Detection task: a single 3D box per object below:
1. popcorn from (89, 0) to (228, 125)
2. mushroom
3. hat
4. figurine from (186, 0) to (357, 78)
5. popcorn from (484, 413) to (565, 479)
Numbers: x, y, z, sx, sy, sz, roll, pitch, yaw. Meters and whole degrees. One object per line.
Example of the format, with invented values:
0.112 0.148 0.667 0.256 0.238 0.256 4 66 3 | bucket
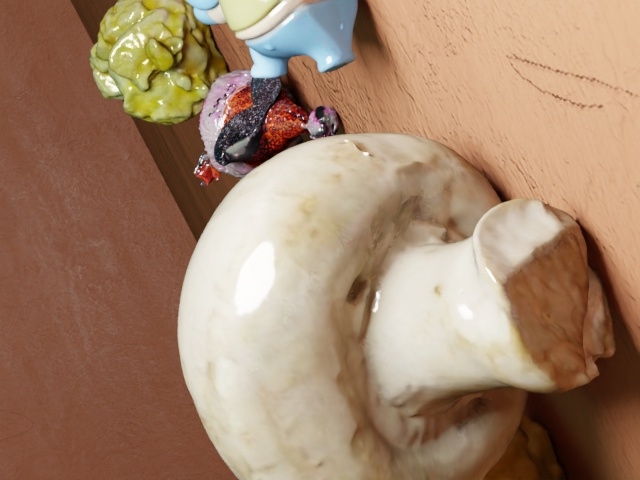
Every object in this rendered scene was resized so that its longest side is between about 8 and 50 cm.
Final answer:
-0.223 -0.253 1.668 0.187 0.167 0.185 52 162 28 | popcorn
0.057 0.067 0.861 0.290 0.297 0.297 0 120 53 | mushroom
-0.054 -0.122 1.333 0.129 0.140 0.227 55 160 -22 | hat
-0.072 -0.243 0.995 0.262 0.154 0.180 66 159 -1 | figurine
0.128 0.263 1.139 0.190 0.250 0.250 13 142 28 | popcorn
